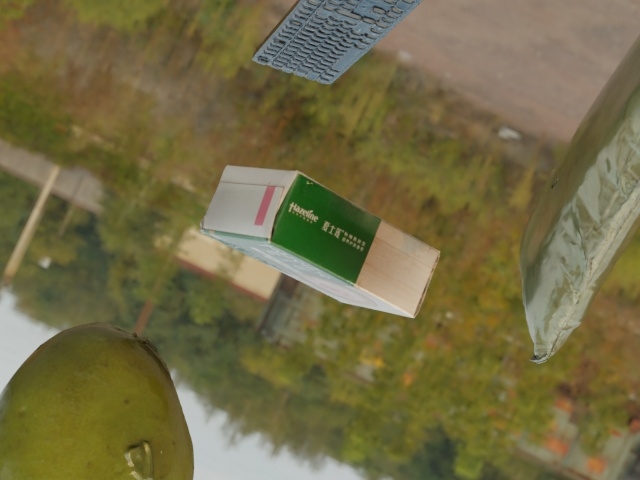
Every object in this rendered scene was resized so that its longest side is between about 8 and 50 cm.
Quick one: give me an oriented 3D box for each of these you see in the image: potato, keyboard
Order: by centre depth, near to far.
[{"bbox_3d":[-0.171,0.187,1.023,0.149,0.253,0.186,11,-176,40],"label":"potato"},{"bbox_3d":[0.011,-0.211,1.367,0.101,0.018,0.310,17,166,-14],"label":"keyboard"}]

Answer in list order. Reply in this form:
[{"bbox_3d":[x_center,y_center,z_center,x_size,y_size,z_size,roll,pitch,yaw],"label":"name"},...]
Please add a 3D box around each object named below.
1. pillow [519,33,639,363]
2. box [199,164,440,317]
[{"bbox_3d":[0.239,-0.050,1.155,0.075,0.302,0.185,21,-148,-6],"label":"pillow"},{"bbox_3d":[0.000,0.000,1.389,0.199,0.081,0.135,26,171,-32],"label":"box"}]
